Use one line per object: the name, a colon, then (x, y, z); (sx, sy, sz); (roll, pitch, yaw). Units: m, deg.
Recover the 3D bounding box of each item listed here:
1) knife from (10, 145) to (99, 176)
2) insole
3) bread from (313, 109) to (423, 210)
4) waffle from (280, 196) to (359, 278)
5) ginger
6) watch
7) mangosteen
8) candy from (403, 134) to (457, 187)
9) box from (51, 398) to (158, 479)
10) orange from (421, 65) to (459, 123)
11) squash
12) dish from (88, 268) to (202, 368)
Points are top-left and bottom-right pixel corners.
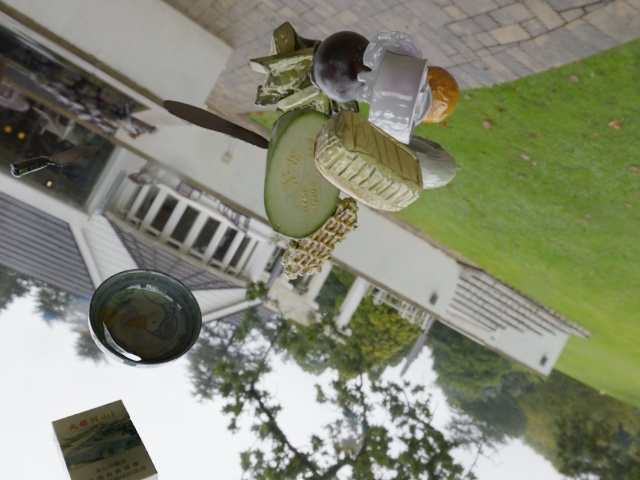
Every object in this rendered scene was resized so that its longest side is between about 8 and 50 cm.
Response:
knife: (-0.596, -0.186, 1.258); (0.060, 0.028, 0.230); (20, -151, 16)
insole: (-0.284, -0.325, 1.541); (0.327, 0.007, 0.111); (18, -145, -27)
bread: (0.089, -0.145, 1.043); (0.236, 0.140, 0.106); (27, 137, -30)
waffle: (0.004, -0.007, 1.622); (0.058, 0.301, 0.281); (45, -146, 25)
ginger: (-0.072, -0.522, 1.940); (0.413, 0.358, 0.211); (42, -153, -16)
watch: (0.168, -0.364, 1.296); (0.196, 0.244, 0.231); (13, -156, 10)
mangosteen: (0.065, -0.488, 1.550); (0.210, 0.210, 0.210); (29, 179, 1)
candy: (0.278, -0.283, 1.939); (0.386, 0.186, 0.427); (-6, -156, -43)
box: (-0.489, 0.486, 1.234); (0.164, 0.069, 0.256); (-11, -148, -34)
orange: (0.327, -0.437, 1.648); (0.177, 0.178, 0.155); (28, 171, 34)
squash: (-0.033, -0.155, 1.246); (0.189, 0.189, 0.261); (30, -141, -29)
dish: (-0.451, 0.219, 1.385); (0.273, 0.134, 0.273); (19, -137, -19)
